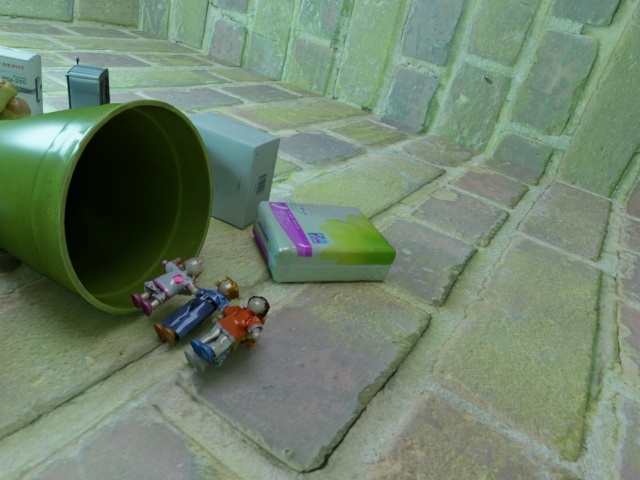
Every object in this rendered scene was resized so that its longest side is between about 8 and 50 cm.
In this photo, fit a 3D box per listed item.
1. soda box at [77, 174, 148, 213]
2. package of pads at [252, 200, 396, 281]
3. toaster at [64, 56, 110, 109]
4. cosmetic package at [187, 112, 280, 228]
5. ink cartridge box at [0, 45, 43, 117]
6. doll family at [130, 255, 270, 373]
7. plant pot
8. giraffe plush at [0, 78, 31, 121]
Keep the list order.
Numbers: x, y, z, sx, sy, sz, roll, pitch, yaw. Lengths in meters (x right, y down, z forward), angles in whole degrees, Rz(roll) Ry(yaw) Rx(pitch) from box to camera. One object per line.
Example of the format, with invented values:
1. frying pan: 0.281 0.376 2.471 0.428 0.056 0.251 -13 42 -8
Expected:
1. soda box: -0.495 -0.109 1.133 0.286 0.091 0.098 27 28 6
2. package of pads: 0.000 0.000 1.198 0.296 0.101 0.229 2 30 -24
3. toaster: -0.799 -0.518 1.712 0.110 0.186 0.168 3 28 -13
4. cosmetic package: -0.248 -0.186 1.294 0.224 0.224 0.138 22 28 14
5. ink cartridge box: -0.930 -0.457 1.489 0.158 0.218 0.092 7 27 -13
6. doll family: -0.189 0.128 0.860 0.262 0.119 0.163 27 46 32
7. plant pot: -0.450 -0.084 0.917 0.352 0.367 0.366 11 24 21
8. giraffe plush: -0.900 -0.322 1.294 0.181 0.210 0.171 34 28 -16
